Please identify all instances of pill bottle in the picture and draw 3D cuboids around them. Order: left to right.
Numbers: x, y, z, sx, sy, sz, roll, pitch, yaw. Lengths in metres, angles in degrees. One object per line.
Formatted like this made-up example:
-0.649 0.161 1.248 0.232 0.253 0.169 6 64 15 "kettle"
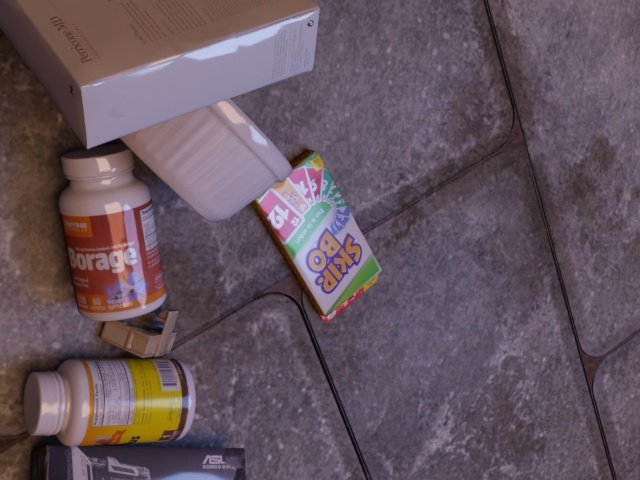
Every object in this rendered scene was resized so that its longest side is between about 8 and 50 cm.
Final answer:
-0.288 0.220 1.370 0.215 0.117 0.117 4 99 -32 "pill bottle"
-0.277 -0.013 1.322 0.121 0.121 0.216 -16 108 -28 "pill bottle"

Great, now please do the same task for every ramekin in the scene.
-0.172 -0.140 1.282 0.127 0.273 0.273 -45 120 -2 "ramekin"

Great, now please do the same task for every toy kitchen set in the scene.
-0.250 0.119 1.423 0.068 0.075 0.083 -70 163 4 "toy kitchen set"

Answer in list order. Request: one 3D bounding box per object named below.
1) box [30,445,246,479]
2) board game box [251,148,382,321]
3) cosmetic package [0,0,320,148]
-0.249 0.413 1.404 0.307 0.076 0.242 9 68 -32 "box"
0.000 0.000 1.548 0.124 0.039 0.259 -39 121 -17 "board game box"
-0.222 -0.293 1.151 0.284 0.377 0.097 -22 145 -26 "cosmetic package"
